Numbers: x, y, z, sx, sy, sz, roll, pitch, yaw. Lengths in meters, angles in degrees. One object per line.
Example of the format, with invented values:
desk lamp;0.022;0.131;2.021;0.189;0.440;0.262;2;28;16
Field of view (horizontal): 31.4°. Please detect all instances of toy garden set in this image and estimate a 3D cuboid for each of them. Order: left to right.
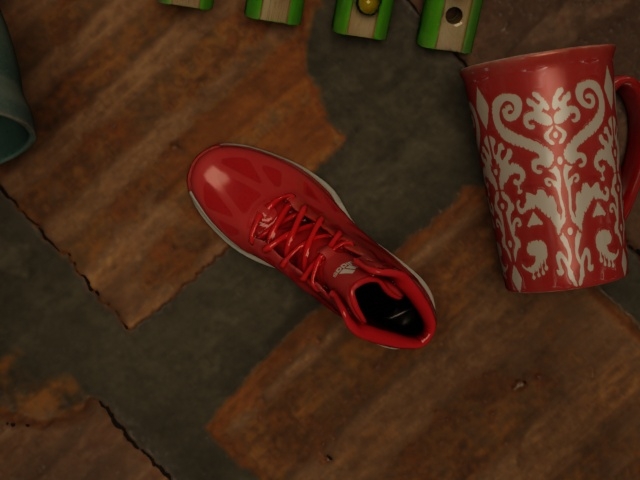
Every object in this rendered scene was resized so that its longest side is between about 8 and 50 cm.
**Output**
toy garden set;0.016;-0.249;0.815;0.244;0.049;0.203;7;111;-9

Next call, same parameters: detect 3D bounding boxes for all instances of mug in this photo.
mug;0.189;-0.054;0.843;0.150;0.113;0.169;-8;93;-2

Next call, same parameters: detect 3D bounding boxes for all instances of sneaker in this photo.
sneaker;0.000;0.000;0.818;0.221;0.128;0.087;33;87;-3

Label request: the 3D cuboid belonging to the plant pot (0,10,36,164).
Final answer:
plant pot;-0.340;-0.145;0.722;0.293;0.293;0.196;-7;85;-4
